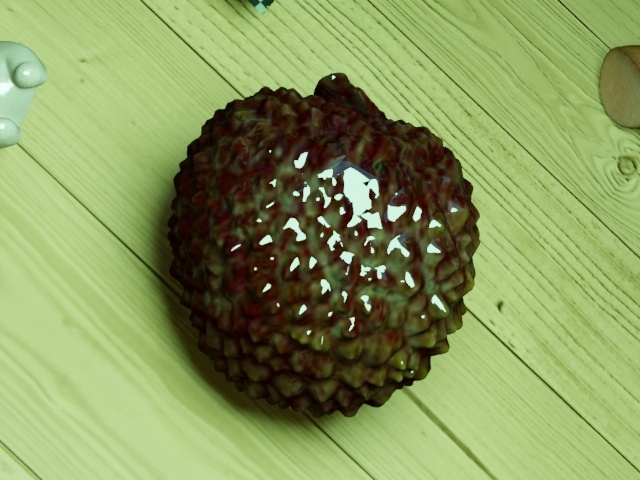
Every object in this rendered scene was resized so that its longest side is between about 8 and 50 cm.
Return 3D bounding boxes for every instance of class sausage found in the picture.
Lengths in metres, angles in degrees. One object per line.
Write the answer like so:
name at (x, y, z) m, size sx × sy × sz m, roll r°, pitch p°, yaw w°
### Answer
sausage at (0.481, -0.201, 1.969) m, size 0.259 × 0.113 × 0.114 m, roll -6°, pitch 66°, yaw -31°

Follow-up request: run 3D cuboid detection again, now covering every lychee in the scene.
lychee at (0.000, 0.000, 1.465) m, size 0.306 × 0.306 × 0.330 m, roll 14°, pitch 84°, yaw -22°

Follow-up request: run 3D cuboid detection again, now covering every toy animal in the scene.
toy animal at (-0.372, -0.167, 1.440) m, size 0.212 × 0.124 × 0.124 m, roll 24°, pitch 52°, yaw -31°

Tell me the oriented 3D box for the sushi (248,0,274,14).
sushi at (-0.133, -0.345, 1.734) m, size 0.215 × 0.050 × 0.192 m, roll 44°, pitch 29°, yaw -10°
